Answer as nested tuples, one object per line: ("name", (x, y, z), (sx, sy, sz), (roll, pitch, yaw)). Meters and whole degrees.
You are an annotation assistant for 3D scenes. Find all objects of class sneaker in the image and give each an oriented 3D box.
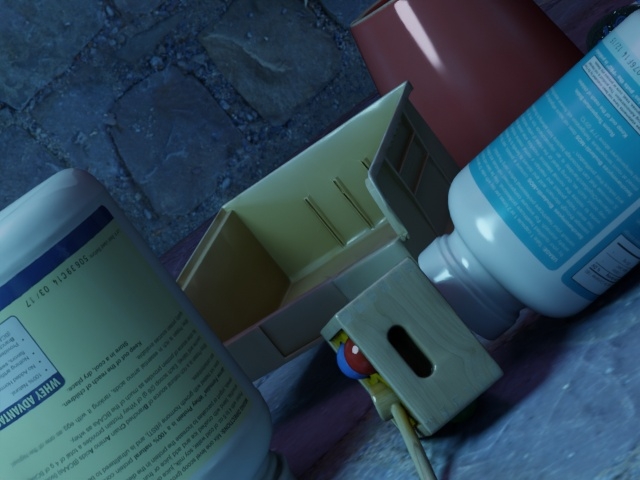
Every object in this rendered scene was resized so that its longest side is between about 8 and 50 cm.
("sneaker", (0.415, -0.263, 1.714), (0.211, 0.080, 0.081), (-23, -2, 42))

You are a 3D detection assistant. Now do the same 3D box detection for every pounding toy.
("pounding toy", (0.065, 0.102, 1.053), (0.100, 0.141, 0.130), (-38, -5, -11))

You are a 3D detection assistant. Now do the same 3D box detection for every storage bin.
("storage bin", (0.000, 0.000, 1.421), (0.262, 0.123, 0.260), (-32, 15, 25))

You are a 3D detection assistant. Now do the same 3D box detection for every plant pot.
("plant pot", (0.183, -0.235, 1.842), (0.275, 0.243, 0.275), (-34, 10, 7))

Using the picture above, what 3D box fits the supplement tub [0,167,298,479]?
("supplement tub", (-0.186, 0.132, 1.135), (0.235, 0.325, 0.235), (-35, 10, 7))

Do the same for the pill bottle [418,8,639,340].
("pill bottle", (0.200, -0.041, 1.096), (0.264, 0.146, 0.146), (-43, 8, 16))
